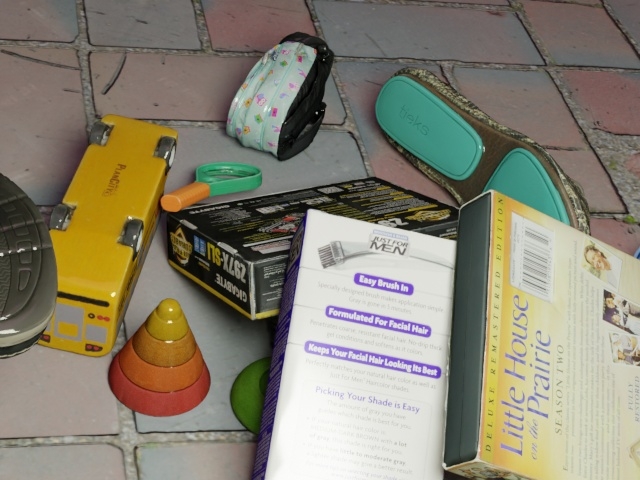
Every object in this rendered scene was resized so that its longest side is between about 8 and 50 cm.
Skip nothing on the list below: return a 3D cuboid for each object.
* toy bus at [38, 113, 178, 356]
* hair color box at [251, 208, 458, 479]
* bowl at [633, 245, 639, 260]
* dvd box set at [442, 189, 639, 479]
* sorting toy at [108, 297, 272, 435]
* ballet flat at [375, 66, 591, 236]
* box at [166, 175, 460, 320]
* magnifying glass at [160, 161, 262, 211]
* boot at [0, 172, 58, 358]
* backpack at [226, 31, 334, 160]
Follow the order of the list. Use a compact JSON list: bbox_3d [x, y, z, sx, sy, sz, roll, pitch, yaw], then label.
[{"bbox_3d":[-0.264,-0.019,1.575,0.108,0.130,0.332,12,39,0],"label":"toy bus"},{"bbox_3d":[0.040,0.153,1.346,0.185,0.110,0.338,12,72,-9],"label":"hair color box"},{"bbox_3d":[0.585,0.128,1.679,0.391,0.077,0.391,8,39,-6],"label":"bowl"},{"bbox_3d":[0.320,0.157,1.376,0.420,0.062,0.307,22,58,-27],"label":"dvd box set"},{"bbox_3d":[-0.057,0.141,1.447,0.366,0.126,0.127,12,39,-1],"label":"sorting toy"},{"bbox_3d":[0.266,-0.090,1.809,0.182,0.164,0.483,6,33,-42],"label":"ballet flat"},{"bbox_3d":[0.000,0.000,1.592,0.322,0.079,0.257,-11,21,-27],"label":"box"},{"bbox_3d":[-0.149,-0.074,1.696,0.092,0.026,0.231,9,18,18],"label":"magnifying glass"},{"bbox_3d":[-0.391,0.057,1.327,0.138,0.284,0.377,-19,48,-34],"label":"boot"},{"bbox_3d":[-0.059,-0.204,1.861,0.115,0.152,0.182,18,51,14],"label":"backpack"}]
